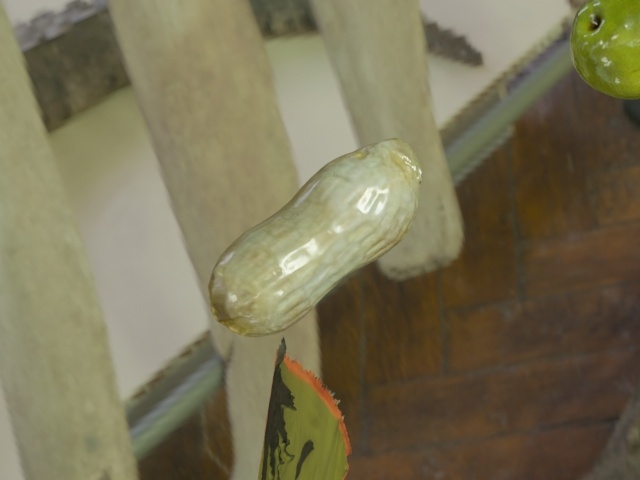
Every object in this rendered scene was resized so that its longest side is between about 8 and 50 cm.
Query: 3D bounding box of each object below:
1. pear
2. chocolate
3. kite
[{"bbox_3d":[0.222,-0.142,1.135,0.092,0.097,0.092,-28,49,37],"label":"pear"},{"bbox_3d":[0.000,0.000,1.898,0.309,0.134,0.134,-42,47,-10],"label":"chocolate"},{"bbox_3d":[-0.016,0.159,0.462,0.013,0.328,0.377,7,35,8],"label":"kite"}]
